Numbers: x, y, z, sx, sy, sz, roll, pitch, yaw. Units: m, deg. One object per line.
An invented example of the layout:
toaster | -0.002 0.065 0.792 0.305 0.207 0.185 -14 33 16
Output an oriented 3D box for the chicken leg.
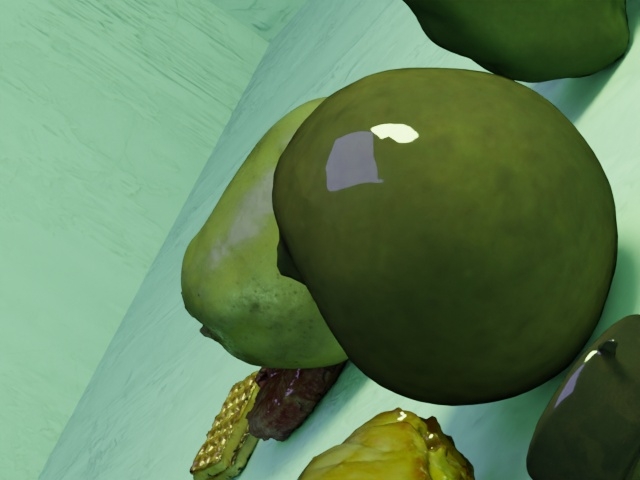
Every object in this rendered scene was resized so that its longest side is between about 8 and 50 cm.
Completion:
chicken leg | 0.037 0.277 1.336 0.295 0.182 0.409 -57 -8 -51

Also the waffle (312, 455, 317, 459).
waffle | -0.013 0.305 1.626 0.245 0.052 0.254 -59 13 -17

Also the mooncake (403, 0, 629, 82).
mooncake | 0.221 -0.343 1.763 0.351 0.351 0.187 -56 23 3

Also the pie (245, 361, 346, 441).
pie | -0.021 0.148 2.067 0.204 0.054 0.219 -49 12 32

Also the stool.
stool | 0.197 0.134 1.071 0.125 0.121 0.217 -45 -23 -26

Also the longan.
longan | 0.103 -0.008 1.398 0.297 0.297 0.297 -53 12 17

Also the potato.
potato | 0.000 0.000 1.902 0.326 0.243 0.221 -57 5 7

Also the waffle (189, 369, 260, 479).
waffle | -0.107 0.241 2.181 0.102 0.042 0.148 -35 24 56
